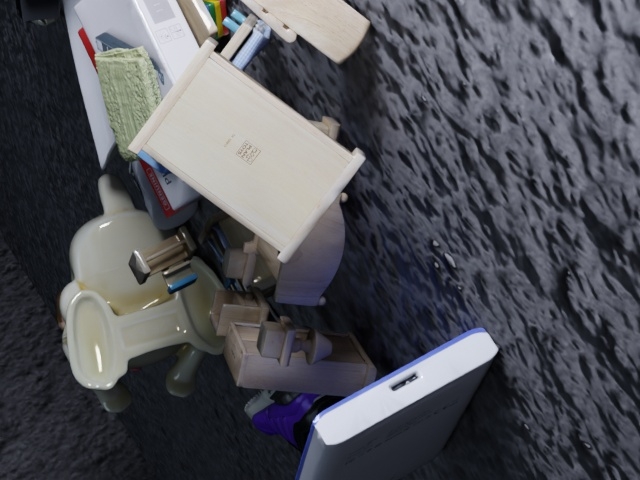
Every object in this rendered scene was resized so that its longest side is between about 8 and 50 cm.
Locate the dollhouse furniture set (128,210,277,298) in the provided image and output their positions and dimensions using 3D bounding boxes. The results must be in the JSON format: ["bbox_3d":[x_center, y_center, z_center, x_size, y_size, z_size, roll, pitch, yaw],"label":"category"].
[{"bbox_3d":[-0.163,0.048,2.009,0.129,0.183,0.129,61,162,8],"label":"dollhouse furniture set"}]

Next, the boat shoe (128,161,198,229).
[{"bbox_3d":[-0.246,-0.131,2.142,0.102,0.108,0.301,57,166,23],"label":"boat shoe"}]

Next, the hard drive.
[{"bbox_3d":[0.070,0.217,1.555,0.040,0.210,0.319,56,160,20],"label":"hard drive"}]

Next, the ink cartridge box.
[{"bbox_3d":[-0.228,-0.181,1.823,0.261,0.066,0.296,-27,90,55],"label":"ink cartridge box"}]

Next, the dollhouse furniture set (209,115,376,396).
[{"bbox_3d":[0.000,0.000,1.740,0.303,0.173,0.356,-127,47,-66],"label":"dollhouse furniture set"}]

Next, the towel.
[{"bbox_3d":[-0.231,-0.168,1.754,0.110,0.027,0.148,5,114,48],"label":"towel"}]

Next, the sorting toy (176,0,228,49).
[{"bbox_3d":[-0.156,-0.290,1.762,0.274,0.046,0.132,62,161,7],"label":"sorting toy"}]

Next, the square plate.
[{"bbox_3d":[-0.325,-0.305,2.107,0.347,0.049,0.344,152,105,-72],"label":"square plate"}]

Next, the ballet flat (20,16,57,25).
[{"bbox_3d":[-0.493,-0.420,2.477,0.074,0.074,0.203,60,159,12],"label":"ballet flat"}]

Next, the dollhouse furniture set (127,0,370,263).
[{"bbox_3d":[-0.046,-0.155,1.537,0.198,0.286,0.303,36,-170,-8],"label":"dollhouse furniture set"}]

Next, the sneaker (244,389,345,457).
[{"bbox_3d":[-0.024,0.270,2.054,0.146,0.102,0.293,60,161,11],"label":"sneaker"}]

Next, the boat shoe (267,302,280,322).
[{"bbox_3d":[-0.084,0.126,2.129,0.125,0.038,0.046,46,154,43],"label":"boat shoe"}]

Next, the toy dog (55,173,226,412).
[{"bbox_3d":[-0.354,0.111,2.474,0.395,0.284,0.408,63,164,6],"label":"toy dog"}]

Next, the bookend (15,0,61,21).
[{"bbox_3d":[-0.430,-0.402,2.166,0.157,0.072,0.156,-125,30,-57],"label":"bookend"}]
